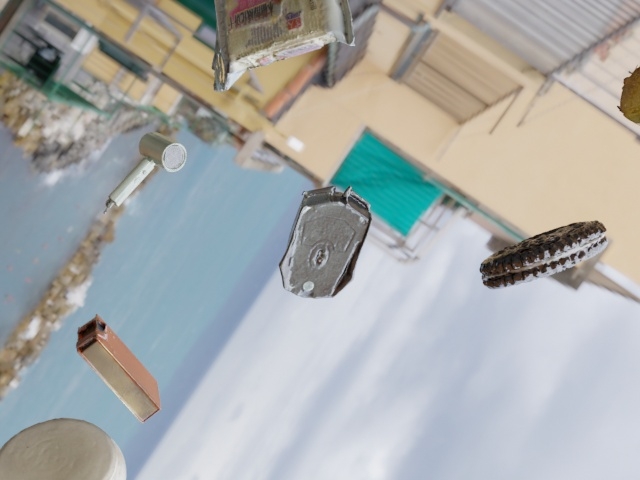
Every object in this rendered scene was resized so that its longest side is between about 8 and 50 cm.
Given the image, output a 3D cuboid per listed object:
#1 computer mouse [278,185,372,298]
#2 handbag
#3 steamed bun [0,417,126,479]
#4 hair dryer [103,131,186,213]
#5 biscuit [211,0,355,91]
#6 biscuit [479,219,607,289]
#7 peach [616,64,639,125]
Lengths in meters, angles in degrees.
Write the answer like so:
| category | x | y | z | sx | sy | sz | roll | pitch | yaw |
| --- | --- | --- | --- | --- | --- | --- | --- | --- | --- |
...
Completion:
| category | x | y | z | sx | sy | sz | roll | pitch | yaw |
| --- | --- | --- | --- | --- | --- | --- | --- | --- | --- |
| computer mouse | 0.002 | -0.001 | 1.556 | 0.071 | 0.126 | 0.231 | -98 | -159 | -55 |
| handbag | -0.372 | 0.232 | 1.780 | 0.063 | 0.190 | 0.127 | -36 | -159 | 0 |
| steamed bun | -0.446 | 0.423 | 1.648 | 0.232 | 0.232 | 0.145 | -57 | 157 | -47 |
| hair dryer | -0.224 | -0.079 | 1.191 | 0.124 | 0.038 | 0.063 | -49 | -139 | -13 |
| biscuit | -0.068 | -0.373 | 1.637 | 0.309 | 0.185 | 0.079 | -9 | 171 | 34 |
| biscuit | 0.315 | 0.021 | 1.380 | 0.195 | 0.053 | 0.194 | -21 | -179 | 0 |
| peach | 0.365 | -0.153 | 1.006 | 0.098 | 0.061 | 0.098 | -24 | -125 | 39 |
